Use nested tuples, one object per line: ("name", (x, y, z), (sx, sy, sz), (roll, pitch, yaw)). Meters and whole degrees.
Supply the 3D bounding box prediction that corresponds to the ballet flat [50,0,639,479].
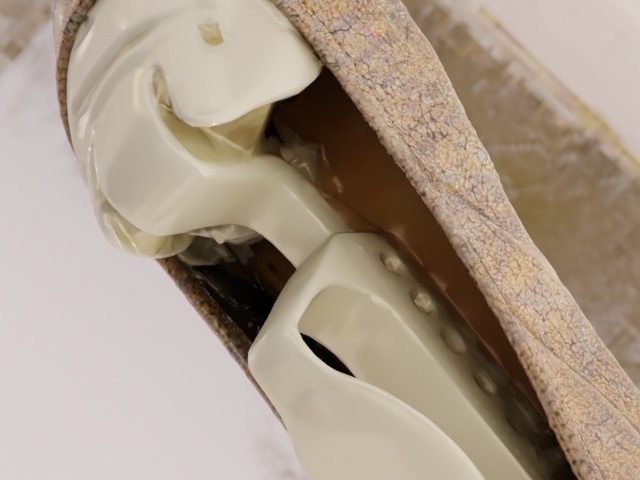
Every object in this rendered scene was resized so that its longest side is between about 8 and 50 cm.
("ballet flat", (0.000, 0.000, 0.509), (0.316, 0.107, 0.106), (50, -150, 14))
